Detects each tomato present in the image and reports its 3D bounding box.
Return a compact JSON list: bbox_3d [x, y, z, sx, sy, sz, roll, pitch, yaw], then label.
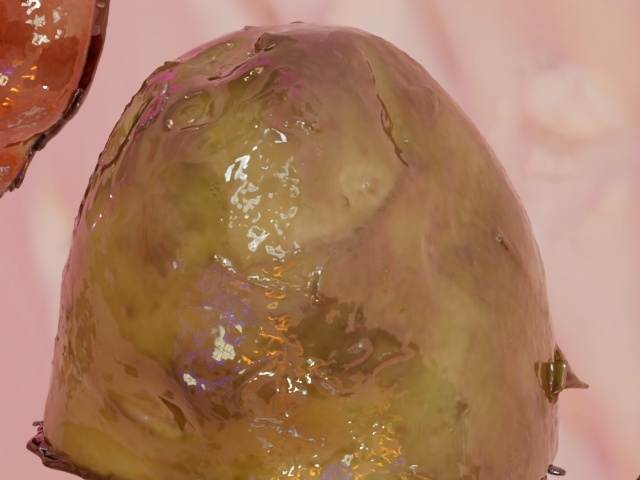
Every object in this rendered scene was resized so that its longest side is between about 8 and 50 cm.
[{"bbox_3d":[-0.237,-0.145,1.226,0.228,0.112,0.199,-46,44,39],"label":"tomato"}]

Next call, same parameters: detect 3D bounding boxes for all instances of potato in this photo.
[{"bbox_3d":[0.000,0.000,0.968,0.289,0.301,0.237,-59,-27,-74],"label":"potato"}]

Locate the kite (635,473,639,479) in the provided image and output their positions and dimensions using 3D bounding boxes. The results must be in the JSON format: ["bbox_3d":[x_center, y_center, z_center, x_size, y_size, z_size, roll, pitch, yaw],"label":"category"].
[{"bbox_3d":[0.144,0.225,0.757,0.011,0.335,0.314,-1,76,46],"label":"kite"}]
